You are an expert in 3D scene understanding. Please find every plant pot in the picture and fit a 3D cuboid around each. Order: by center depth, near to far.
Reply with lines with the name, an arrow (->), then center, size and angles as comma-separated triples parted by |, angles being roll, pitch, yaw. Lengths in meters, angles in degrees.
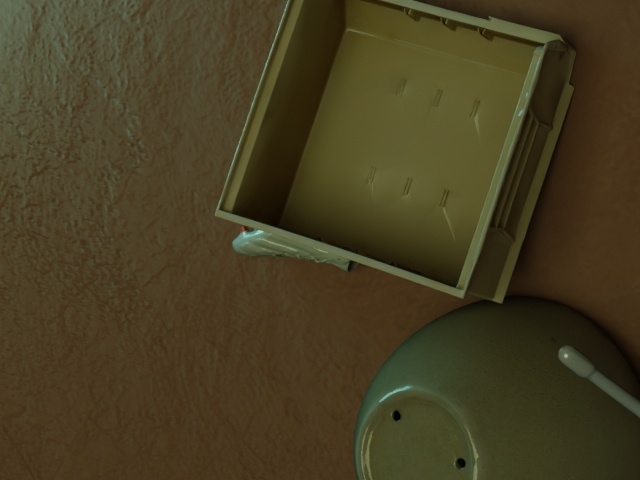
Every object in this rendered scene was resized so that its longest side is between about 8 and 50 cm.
plant pot -> 0.140, 0.197, 1.835 | 0.284, 0.191, 0.284 | 1, 92, 35

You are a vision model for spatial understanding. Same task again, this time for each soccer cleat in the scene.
soccer cleat -> 0.000, 0.000, 1.977 | 0.196, 0.068, 0.076 | -13, 95, 27

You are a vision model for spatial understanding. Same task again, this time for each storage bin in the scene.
storage bin -> 0.078, -0.100, 1.854 | 0.262, 0.123, 0.260 | 18, 89, 25

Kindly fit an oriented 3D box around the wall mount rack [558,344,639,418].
wall mount rack -> 0.300, 0.264, 1.730 | 0.304, 0.130, 0.350 | 27, 77, 14
